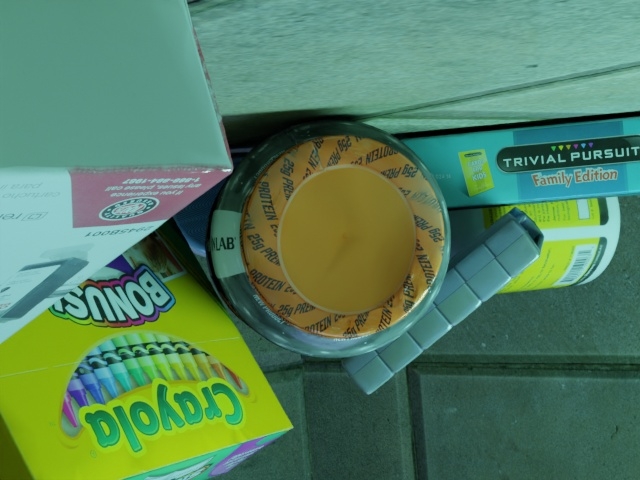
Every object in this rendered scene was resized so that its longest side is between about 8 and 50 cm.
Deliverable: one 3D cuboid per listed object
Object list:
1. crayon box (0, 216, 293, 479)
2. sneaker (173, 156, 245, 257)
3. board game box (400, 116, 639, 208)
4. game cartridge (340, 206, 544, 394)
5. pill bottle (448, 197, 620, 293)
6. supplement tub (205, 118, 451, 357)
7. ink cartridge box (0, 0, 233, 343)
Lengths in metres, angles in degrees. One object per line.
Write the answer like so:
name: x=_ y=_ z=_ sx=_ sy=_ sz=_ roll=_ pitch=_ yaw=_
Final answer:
crayon box: x=-0.216 y=0.074 z=1.104 sx=0.106 sy=0.313 sz=0.363 roll=-39 pitch=164 yaw=23
sneaker: x=-0.072 y=-0.030 z=1.508 sx=0.319 sy=0.127 sz=0.208 roll=-5 pitch=178 yaw=-34
board game box: x=0.264 y=-0.083 z=1.409 sx=0.336 sy=0.079 sz=0.254 roll=-5 pitch=180 yaw=7
game cartridge: x=0.138 y=0.056 z=1.408 sx=0.230 sy=0.068 sz=0.355 roll=-36 pitch=176 yaw=10
pill bottle: x=0.209 y=-0.022 z=1.694 sx=0.334 sy=0.187 sz=0.188 roll=-4 pitch=179 yaw=-30
supplement tub: x=0.000 y=0.000 z=1.188 sx=0.207 sy=0.207 sz=0.338 roll=-5 pitch=179 yaw=-6
ink cartridge box: x=-0.165 y=-0.020 z=0.526 sx=0.159 sy=0.092 sz=0.218 roll=-4 pitch=161 yaw=-44
